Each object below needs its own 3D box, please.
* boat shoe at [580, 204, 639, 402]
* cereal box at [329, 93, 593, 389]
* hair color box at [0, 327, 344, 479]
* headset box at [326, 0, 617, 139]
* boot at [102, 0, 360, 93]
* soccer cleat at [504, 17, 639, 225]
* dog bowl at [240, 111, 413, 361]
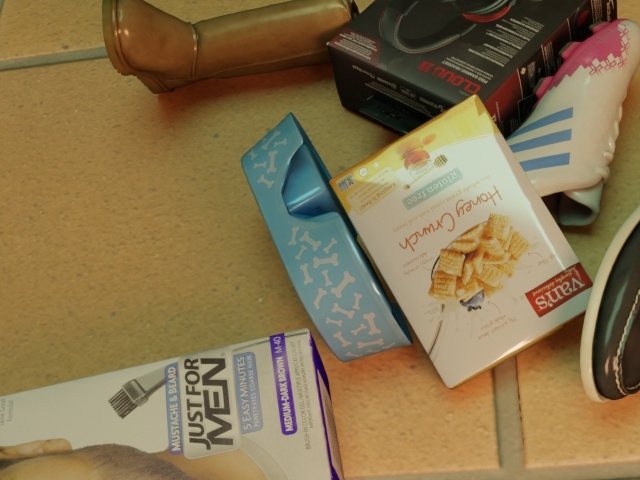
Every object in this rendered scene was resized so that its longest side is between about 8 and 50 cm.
[{"bbox_3d":[0.355,0.024,1.246,0.113,0.127,0.340,9,44,36],"label":"boat shoe"},{"bbox_3d":[0.140,0.002,1.283,0.173,0.047,0.240,-31,77,4],"label":"cereal box"},{"bbox_3d":[-0.152,0.215,1.228,0.339,0.110,0.185,-14,50,5],"label":"hair color box"},{"bbox_3d":[0.168,-0.219,1.505,0.218,0.110,0.293,31,64,33],"label":"headset box"},{"bbox_3d":[-0.097,-0.249,1.532,0.270,0.236,0.089,-8,83,10],"label":"boot"},{"bbox_3d":[0.265,-0.095,1.390,0.143,0.116,0.331,37,71,22],"label":"soccer cleat"},{"bbox_3d":[0.000,0.000,1.339,0.074,0.166,0.297,-29,49,4],"label":"dog bowl"}]
